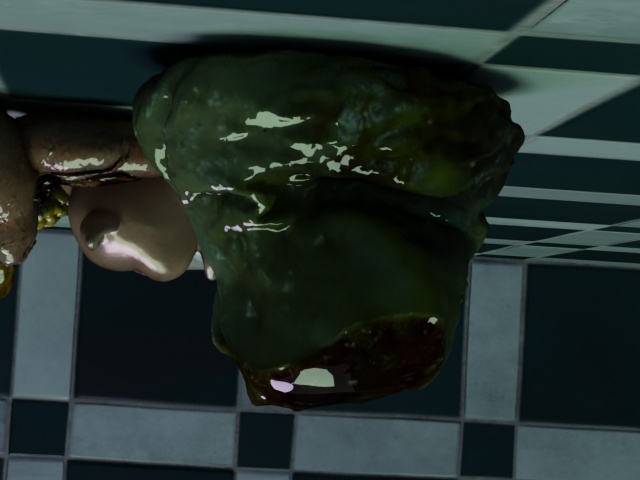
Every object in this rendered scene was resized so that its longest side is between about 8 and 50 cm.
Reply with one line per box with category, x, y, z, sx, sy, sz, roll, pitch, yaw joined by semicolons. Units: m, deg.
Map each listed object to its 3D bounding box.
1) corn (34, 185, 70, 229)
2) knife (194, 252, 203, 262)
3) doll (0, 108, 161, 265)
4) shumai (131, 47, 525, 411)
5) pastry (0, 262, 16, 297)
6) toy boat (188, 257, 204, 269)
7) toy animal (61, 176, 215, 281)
corn;-0.351;-0.058;1.990;0.101;0.101;0.292;4;178;-10
knife;-0.020;-0.019;1.949;0.331;0.080;0.044;-8;-144;-36
doll;-0.249;-0.054;1.579;0.303;0.156;0.201;0;178;-20
shumai;0.000;0.000;1.270;0.309;0.263;0.304;4;175;-15
pastry;-0.377;-0.033;1.767;0.103;0.188;0.189;2;177;-14
toy boat;-0.122;-0.038;1.976;0.269;0.140;0.141;4;177;-22
toy animal;-0.146;-0.033;1.749;0.250;0.154;0.166;-4;-163;-22
